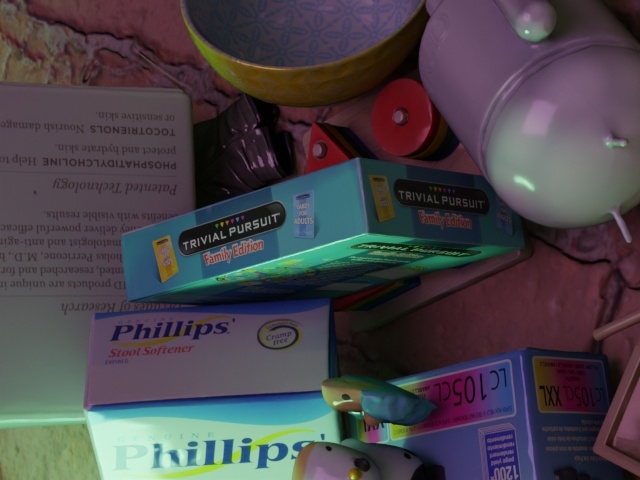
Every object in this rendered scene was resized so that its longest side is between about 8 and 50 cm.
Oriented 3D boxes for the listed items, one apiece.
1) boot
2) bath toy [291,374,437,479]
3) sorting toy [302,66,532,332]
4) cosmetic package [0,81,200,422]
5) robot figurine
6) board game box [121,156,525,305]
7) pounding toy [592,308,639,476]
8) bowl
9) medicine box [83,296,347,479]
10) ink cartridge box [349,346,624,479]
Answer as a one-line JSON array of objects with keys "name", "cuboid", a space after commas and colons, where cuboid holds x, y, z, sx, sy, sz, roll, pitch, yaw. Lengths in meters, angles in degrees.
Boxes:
[{"name": "boot", "cuboid": [-0.100, -0.057, 2.127, 0.161, 0.083, 0.246, -27, 71, 32]}, {"name": "bath toy", "cuboid": [0.036, 0.314, 1.706, 0.129, 0.151, 0.348, -165, 81, -65]}, {"name": "sorting toy", "cuboid": [0.082, -0.057, 1.952, 0.257, 0.089, 0.255, -28, 69, 38]}, {"name": "cosmetic package", "cuboid": [-0.356, 0.031, 2.123, 0.329, 0.327, 0.393, -16, 75, 63]}, {"name": "robot figurine", "cuboid": [0.227, -0.147, 1.722, 0.200, 0.300, 0.353, -29, 43, 0]}, {"name": "board game box", "cuboid": [0.000, 0.000, 1.792, 0.336, 0.254, 0.079, -17, 76, 40]}, {"name": "pounding toy", "cuboid": [0.358, 0.134, 1.697, 0.181, 0.094, 0.206, 26, 95, 45]}, {"name": "bowl", "cuboid": [-0.006, -0.245, 1.978, 0.289, 0.289, 0.156, 43, 158, 35]}, {"name": "medicine box", "cuboid": [-0.105, 0.216, 1.895, 0.149, 0.263, 0.289, -92, -4, -46]}, {"name": "ink cartridge box", "cuboid": [0.180, 0.328, 1.772, 0.270, 0.151, 0.395, -20, 72, 46]}]
